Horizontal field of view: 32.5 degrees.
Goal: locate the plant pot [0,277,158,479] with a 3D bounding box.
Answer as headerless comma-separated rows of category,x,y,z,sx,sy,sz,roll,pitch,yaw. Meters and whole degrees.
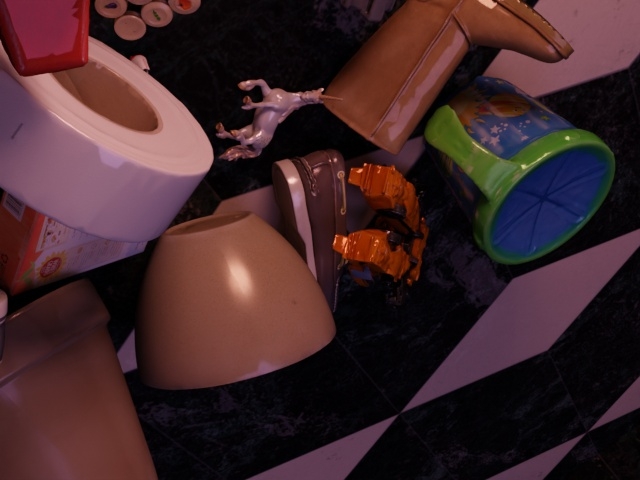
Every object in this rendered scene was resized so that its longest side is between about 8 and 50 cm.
plant pot,-0.357,0.247,1.384,0.323,0.280,0.323,-33,179,0

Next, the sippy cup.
sippy cup,0.279,-0.122,1.643,0.240,0.224,0.305,-30,144,-9

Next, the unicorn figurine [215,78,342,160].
unicorn figurine,-0.068,-0.171,1.472,0.111,0.060,0.162,7,141,-42

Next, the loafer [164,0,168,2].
loafer,-0.171,-0.327,1.238,0.039,0.045,0.125,5,131,-17

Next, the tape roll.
tape roll,-0.259,-0.125,1.180,0.286,0.286,0.100,17,119,-46

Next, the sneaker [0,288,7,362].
sneaker,-0.493,0.099,1.151,0.321,0.126,0.127,9,106,4

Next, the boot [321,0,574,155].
boot,0.171,-0.228,1.485,0.269,0.236,0.089,-53,174,17

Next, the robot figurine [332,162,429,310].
robot figurine,0.101,-0.011,1.658,0.291,0.085,0.211,43,60,-71

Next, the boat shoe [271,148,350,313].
boat shoe,0.000,0.000,1.651,0.096,0.116,0.324,-21,134,-14

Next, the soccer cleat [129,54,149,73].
soccer cleat,-0.226,-0.187,1.341,0.029,0.035,0.083,-5,133,-34

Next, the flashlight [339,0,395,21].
flashlight,0.090,-0.421,1.299,0.103,0.103,0.304,-47,164,-48

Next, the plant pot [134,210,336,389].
plant pot,-0.137,0.066,1.525,0.284,0.284,0.191,-18,102,-22

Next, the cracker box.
cracker box,-0.295,-0.035,1.363,0.232,0.067,0.156,-21,144,-53

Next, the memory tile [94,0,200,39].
memory tile,-0.212,-0.291,1.223,0.113,0.012,0.148,-19,140,16

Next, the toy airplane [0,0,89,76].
toy airplane,-0.293,-0.385,0.940,0.386,0.272,0.384,32,85,-24
